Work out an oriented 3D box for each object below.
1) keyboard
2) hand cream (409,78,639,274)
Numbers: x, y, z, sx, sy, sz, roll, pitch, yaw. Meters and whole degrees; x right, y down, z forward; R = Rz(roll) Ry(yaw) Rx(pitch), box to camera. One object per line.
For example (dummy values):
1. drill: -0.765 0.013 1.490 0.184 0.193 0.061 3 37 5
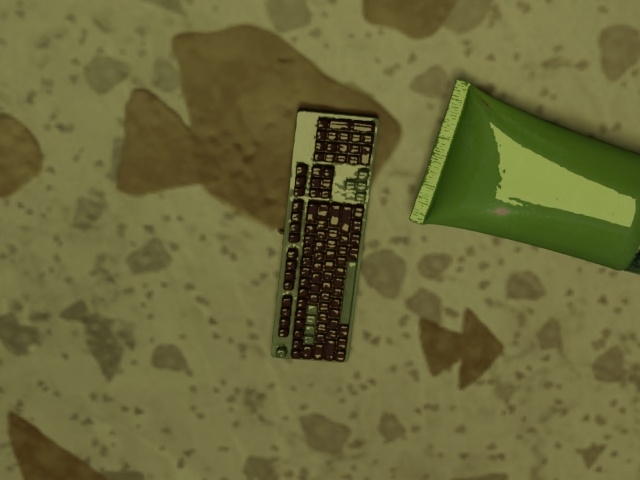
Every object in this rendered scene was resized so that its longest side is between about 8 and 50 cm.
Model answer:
1. keyboard: 0.000 0.000 0.925 0.055 0.017 0.166 6 110 -2
2. hand cream: 0.152 -0.029 0.901 0.175 0.046 0.095 18 110 1
